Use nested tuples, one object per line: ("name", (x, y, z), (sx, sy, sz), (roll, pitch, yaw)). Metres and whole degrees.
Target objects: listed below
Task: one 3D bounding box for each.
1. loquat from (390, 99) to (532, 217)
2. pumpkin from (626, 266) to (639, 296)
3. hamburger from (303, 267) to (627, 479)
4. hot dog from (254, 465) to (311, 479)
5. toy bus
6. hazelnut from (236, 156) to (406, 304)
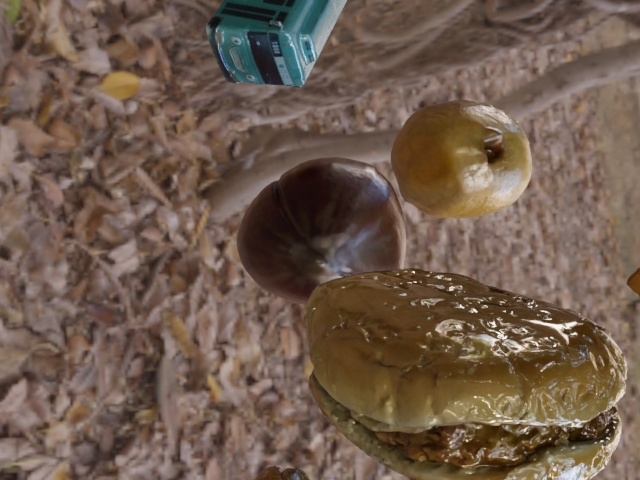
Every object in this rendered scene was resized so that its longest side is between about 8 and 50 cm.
("loquat", (0.226, -0.132, 1.620), (0.238, 0.238, 0.193), (5, 73, -64))
("pumpkin", (0.491, -0.082, 1.342), (0.290, 0.095, 0.258), (-54, 155, -41))
("hamburger", (0.118, 0.110, 0.892), (0.259, 0.283, 0.145), (-12, 108, -40))
("hot dog", (-0.046, 0.339, 1.235), (0.089, 0.060, 0.140), (22, 47, -11))
("toy bus", (-0.043, -0.339, 1.398), (0.128, 0.147, 0.256), (69, 39, -55))
("hazelnut", (0.000, 0.000, 1.353), (0.229, 0.229, 0.229), (26, 60, -60))
